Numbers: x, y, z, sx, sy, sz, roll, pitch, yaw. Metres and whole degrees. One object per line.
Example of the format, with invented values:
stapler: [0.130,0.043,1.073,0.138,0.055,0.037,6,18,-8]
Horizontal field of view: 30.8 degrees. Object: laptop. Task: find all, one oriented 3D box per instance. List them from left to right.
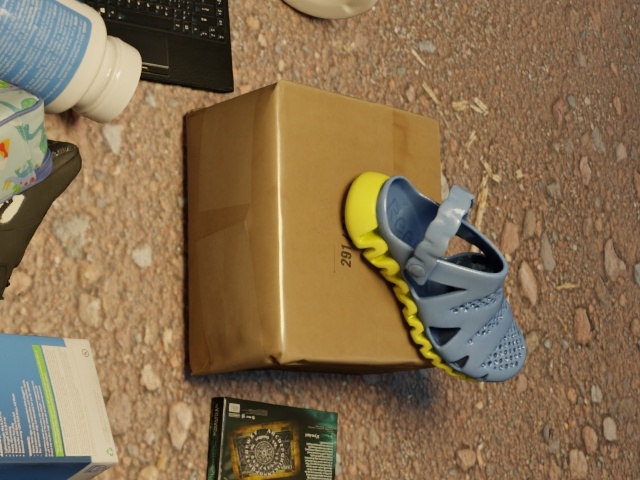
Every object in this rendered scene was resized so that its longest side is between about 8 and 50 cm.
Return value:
laptop: [-0.160,-0.324,1.335,0.234,0.137,0.264,3,79,-43]

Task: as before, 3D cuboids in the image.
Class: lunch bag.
lunch bag: [-0.365,-0.077,1.039,0.219,0.176,0.090,-44,144,-43]

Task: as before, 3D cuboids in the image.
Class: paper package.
paper package: [0.000,0.000,1.402,0.310,0.168,0.324,8,75,-45]

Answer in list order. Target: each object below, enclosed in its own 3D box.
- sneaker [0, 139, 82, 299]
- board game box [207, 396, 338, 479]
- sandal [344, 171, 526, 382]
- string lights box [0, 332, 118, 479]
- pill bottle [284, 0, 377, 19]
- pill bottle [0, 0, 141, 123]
sneaker: [-0.335,-0.006,1.135,0.286,0.109,0.130,-44,132,-43]
board game box: [-0.055,0.260,1.392,0.186,0.026,0.126,16,71,-42]
sandal: [0.159,0.047,1.339,0.317,0.138,0.126,51,48,-28]
string lights box: [-0.316,0.154,1.048,0.260,0.077,0.133,12,52,-50]
pill bottle: [0.036,-0.448,1.534,0.161,0.161,0.283,37,58,-33]
pill bottle: [-0.298,-0.203,1.184,0.222,0.124,0.124,26,64,-38]
